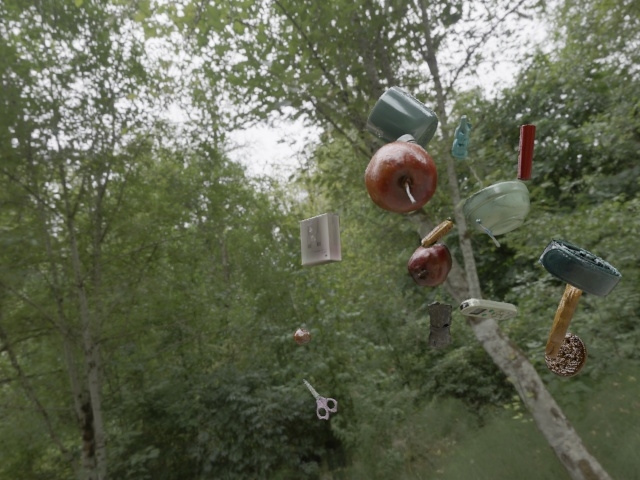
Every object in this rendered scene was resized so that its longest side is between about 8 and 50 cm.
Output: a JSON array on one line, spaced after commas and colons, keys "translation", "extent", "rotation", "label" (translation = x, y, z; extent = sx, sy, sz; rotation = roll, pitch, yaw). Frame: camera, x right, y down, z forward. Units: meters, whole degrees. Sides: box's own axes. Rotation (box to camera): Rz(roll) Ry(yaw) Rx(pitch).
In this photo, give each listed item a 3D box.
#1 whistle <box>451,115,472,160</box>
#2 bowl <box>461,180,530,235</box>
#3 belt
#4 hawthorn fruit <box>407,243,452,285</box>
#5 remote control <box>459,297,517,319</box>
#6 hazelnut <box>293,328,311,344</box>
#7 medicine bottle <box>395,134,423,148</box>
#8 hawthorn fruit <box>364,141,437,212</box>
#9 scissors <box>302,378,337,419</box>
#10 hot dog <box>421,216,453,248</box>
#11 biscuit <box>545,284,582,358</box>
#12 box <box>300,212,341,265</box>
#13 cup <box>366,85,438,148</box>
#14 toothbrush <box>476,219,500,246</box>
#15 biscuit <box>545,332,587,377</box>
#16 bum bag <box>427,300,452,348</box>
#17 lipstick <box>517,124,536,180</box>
[{"translation": [0.821, -0.590, 2.480], "extent": [0.093, 0.273, 0.186], "rotation": [15, 41, 25], "label": "whistle"}, {"translation": [0.843, -0.132, 2.010], "extent": [0.307, 0.163, 0.307], "rotation": [-12, -25, -6], "label": "bowl"}, {"translation": [0.822, 0.086, 1.375], "extent": [0.268, 0.206, 0.116], "rotation": [18, -66, -15], "label": "belt"}, {"translation": [0.525, 0.129, 2.056], "extent": [0.215, 0.215, 0.250], "rotation": [-24, 6, 34], "label": "hawthorn fruit"}, {"translation": [0.557, 0.227, 1.412], "extent": [0.222, 0.042, 0.078], "rotation": [12, -35, -22], "label": "remote control"}, {"translation": [-0.086, 0.459, 2.033], "extent": [0.086, 0.086, 0.086], "rotation": [-15, -13, -3], "label": "hazelnut"}, {"translation": [0.401, -0.370, 1.852], "extent": [0.105, 0.168, 0.105], "rotation": [-22, -30, -14], "label": "medicine bottle"}, {"translation": [0.266, -0.209, 1.355], "extent": [0.231, 0.235, 0.263], "rotation": [-21, -8, -24], "label": "hawthorn fruit"}, {"translation": [-0.014, 0.742, 2.018], "extent": [0.110, 0.212, 0.021], "rotation": [-42, -25, -7], "label": "scissors"}, {"translation": [0.530, -0.029, 1.920], "extent": [0.188, 0.055, 0.072], "rotation": [-40, -4, -9], "label": "hot dog"}, {"translation": [0.953, 0.283, 1.664], "extent": [0.057, 0.351, 0.312], "rotation": [20, 42, 29], "label": "biscuit"}, {"translation": [0.000, 0.000, 2.242], "extent": [0.203, 0.251, 0.106], "rotation": [-13, -15, 40], "label": "box"}, {"translation": [0.430, -0.568, 2.148], "extent": [0.259, 0.274, 0.357], "rotation": [-53, -19, 9], "label": "cup"}, {"translation": [0.597, -0.024, 1.515], "extent": [0.162, 0.014, 0.017], "rotation": [41, -28, -30], "label": "toothbrush"}, {"translation": [1.022, 0.478, 1.783], "extent": [0.027, 0.187, 0.188], "rotation": [21, -26, -18], "label": "biscuit"}, {"translation": [0.499, 0.354, 1.779], "extent": [0.102, 0.248, 0.069], "rotation": [-2, 31, 11], "label": "bum bag"}, {"translation": [1.052, -0.447, 2.180], "extent": [0.073, 0.279, 0.073], "rotation": [5, -1, 0], "label": "lipstick"}]
